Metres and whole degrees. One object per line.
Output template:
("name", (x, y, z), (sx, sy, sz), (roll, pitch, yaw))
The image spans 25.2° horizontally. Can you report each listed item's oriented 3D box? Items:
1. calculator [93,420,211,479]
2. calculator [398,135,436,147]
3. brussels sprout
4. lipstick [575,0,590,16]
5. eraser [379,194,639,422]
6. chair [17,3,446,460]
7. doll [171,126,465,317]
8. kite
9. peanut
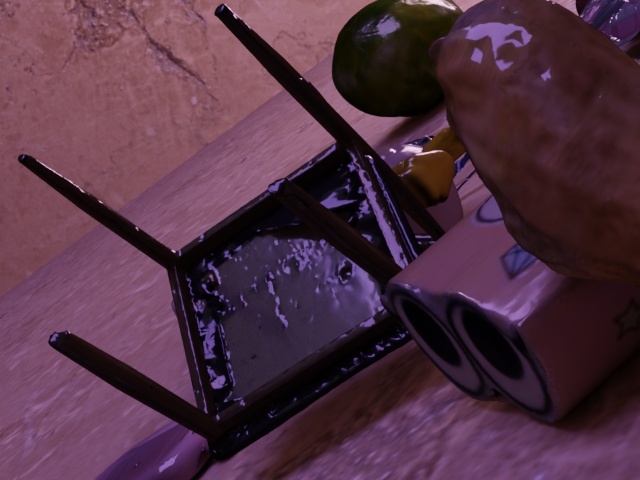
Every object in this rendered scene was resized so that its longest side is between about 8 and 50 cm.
("calculator", (-0.116, 0.158, 1.005), (0.166, 0.024, 0.103), (-31, 12, 32))
("calculator", (0.000, -0.016, 1.386), (0.274, 0.028, 0.166), (-38, 7, -17))
("brussels sprout", (0.093, -0.214, 1.625), (0.161, 0.144, 0.181), (-54, -19, 19))
("lipstick", (0.285, -0.198, 1.165), (0.057, 0.057, 0.356), (-37, 10, 0))
("eraser", (0.177, -0.037, 0.725), (0.290, 0.087, 0.171), (-39, 15, -14))
("chair", (-0.021, 0.023, 0.868), (0.188, 0.272, 0.166), (-35, 47, 17))
("doll", (0.000, 0.001, 1.128), (0.365, 0.094, 0.160), (-24, 14, 49))
("kite", (0.180, -0.130, 1.181), (0.360, 0.022, 0.204), (-44, 13, 20))
("peanut", (0.133, -0.025, 0.581), (0.099, 0.214, 0.099), (-45, -27, -30))
